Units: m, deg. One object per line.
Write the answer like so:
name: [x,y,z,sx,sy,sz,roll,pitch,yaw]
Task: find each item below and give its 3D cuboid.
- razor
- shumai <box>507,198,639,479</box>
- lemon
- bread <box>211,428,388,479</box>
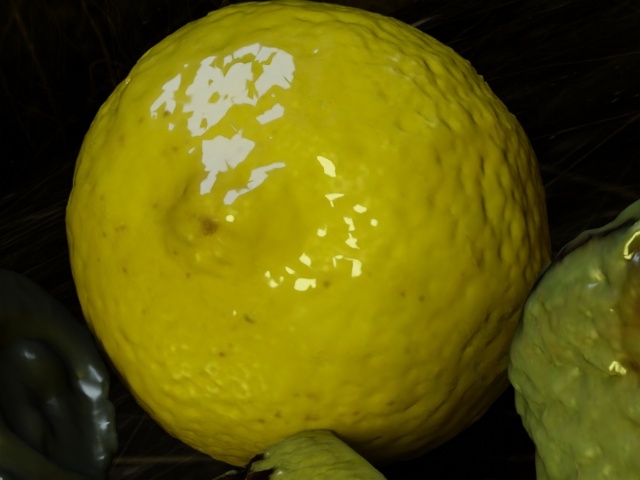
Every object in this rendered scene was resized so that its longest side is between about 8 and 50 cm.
razor: [-0.237,0.164,0.870,0.327,0.107,0.189,-39,35,17]
shumai: [0.204,0.044,0.644,0.218,0.189,0.256,-12,-14,-37]
lemon: [0.000,0.000,0.945,0.253,0.253,0.310,-22,-17,13]
bread: [0.002,0.164,0.668,0.138,0.077,0.361,-28,13,-9]
